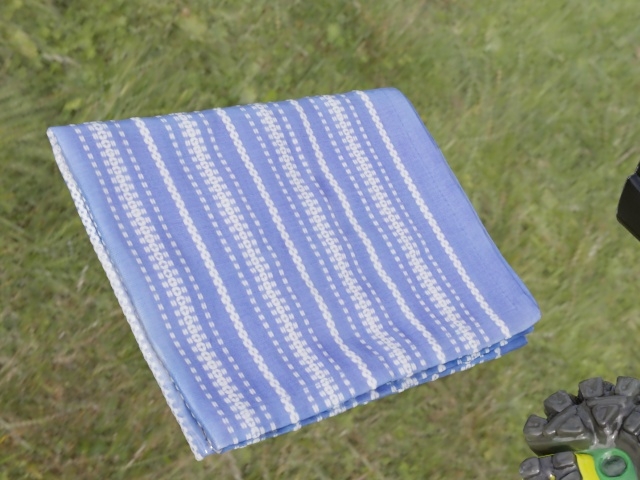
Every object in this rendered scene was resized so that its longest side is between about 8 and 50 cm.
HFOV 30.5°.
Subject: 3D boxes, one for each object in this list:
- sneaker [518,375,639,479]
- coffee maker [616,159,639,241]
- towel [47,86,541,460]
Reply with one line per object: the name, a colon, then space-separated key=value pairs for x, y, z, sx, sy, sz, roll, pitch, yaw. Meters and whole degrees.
sneaker: x=0.231 y=0.238 z=0.647 sx=0.146 sy=0.134 sz=0.344 roll=54 pitch=13 yaw=-46
coffee maker: x=0.396 y=0.000 z=1.234 sx=0.120 sy=0.171 sz=0.178 roll=12 pitch=31 yaw=-35
towel: x=0.000 y=0.000 z=0.830 sx=0.336 sy=0.040 sz=0.243 roll=-13 pitch=69 yaw=-43
